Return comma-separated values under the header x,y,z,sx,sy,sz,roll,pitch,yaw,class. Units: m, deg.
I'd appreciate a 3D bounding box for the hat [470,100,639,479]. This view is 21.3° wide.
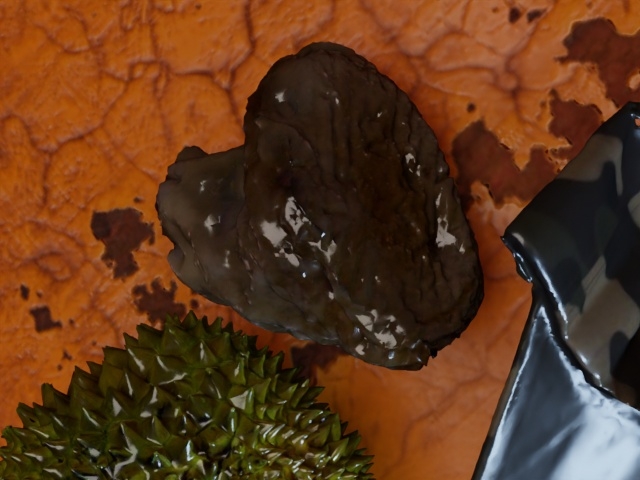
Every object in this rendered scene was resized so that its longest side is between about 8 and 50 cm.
x,y,z,sx,sy,sz,roll,pitch,yaw,class
0.263,0.103,1.080,0.366,0.257,0.381,25,136,3,hat

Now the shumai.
x,y,z,sx,sy,sz,roll,pitch,yaw,class
0.001,-0.003,1.172,0.218,0.184,0.185,51,142,1,shumai

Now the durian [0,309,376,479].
x,y,z,sx,sy,sz,roll,pitch,yaw,class
-0.097,0.180,1.154,0.291,0.224,0.291,0,90,21,durian
